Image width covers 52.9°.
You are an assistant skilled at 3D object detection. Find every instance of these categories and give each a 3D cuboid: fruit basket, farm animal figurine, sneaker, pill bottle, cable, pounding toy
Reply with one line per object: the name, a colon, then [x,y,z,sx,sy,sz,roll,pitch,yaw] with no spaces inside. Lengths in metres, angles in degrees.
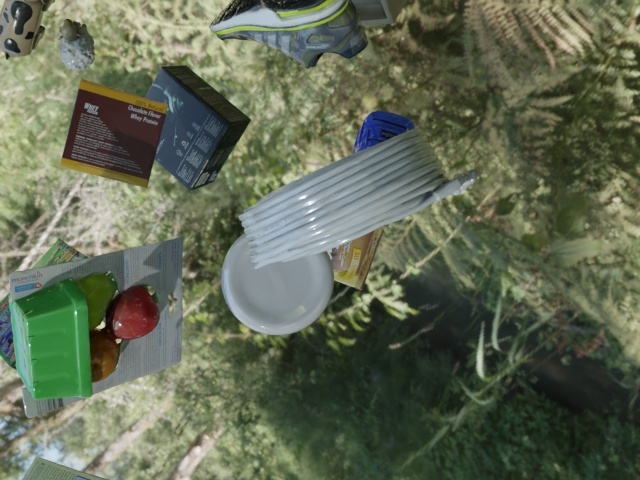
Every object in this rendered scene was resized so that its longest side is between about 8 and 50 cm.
fruit basket: [-0.447,0.167,1.329,0.165,0.353,0.327,26,121,37]
farm animal figurine: [-0.652,-0.535,1.373,0.330,0.172,0.327,8,126,-12]
sneaker: [-0.054,-0.302,0.917,0.300,0.111,0.121,21,157,50]
pill bottle: [-0.087,0.087,1.337,0.210,0.210,0.363,41,173,2]
cable: [0.025,-0.047,0.781,0.257,0.257,0.089,-19,94,64]
pounding toy: [0.085,-0.461,1.109,0.130,0.100,0.141,8,147,32]

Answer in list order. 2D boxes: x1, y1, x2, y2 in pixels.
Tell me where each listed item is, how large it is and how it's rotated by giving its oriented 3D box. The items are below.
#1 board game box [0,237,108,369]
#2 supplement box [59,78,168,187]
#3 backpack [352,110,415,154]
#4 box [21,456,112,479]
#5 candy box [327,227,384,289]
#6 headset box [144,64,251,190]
board game box: [-0.719,0.157,1.655,0.213,0.317,0.046,23,158,38]
supplement box: [-0.466,-0.242,1.459,0.191,0.194,0.129,14,-173,-19]
backpack: [0.102,-0.143,1.016,0.097,0.120,0.101,18,165,-4]
box: [-0.343,0.458,1.016,0.242,0.117,0.214,-3,139,39]
candy box: [0.000,0.000,1.823,0.316,0.183,0.087,20,178,23]
headset box: [-0.390,-0.333,1.859,0.283,0.246,0.131,40,-154,6]
